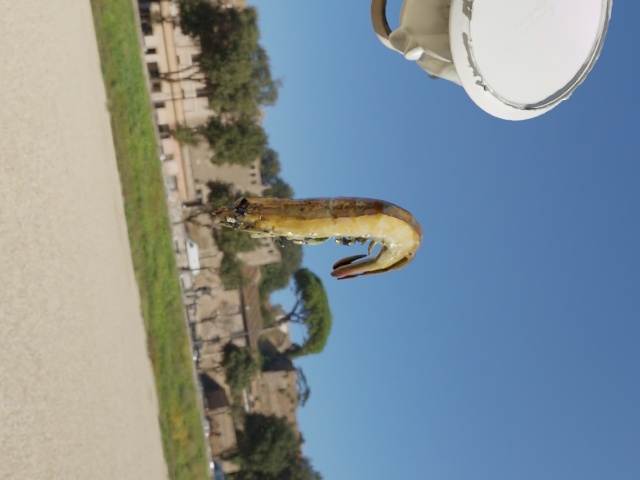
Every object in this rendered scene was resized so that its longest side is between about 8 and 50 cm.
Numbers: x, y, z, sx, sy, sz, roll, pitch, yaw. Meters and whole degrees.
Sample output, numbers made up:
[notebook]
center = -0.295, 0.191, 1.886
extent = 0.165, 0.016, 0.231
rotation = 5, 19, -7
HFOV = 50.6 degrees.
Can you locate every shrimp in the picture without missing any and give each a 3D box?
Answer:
[shrimp]
center = 0.000, -0.001, 0.600
extent = 0.124, 0.178, 0.034
rotation = 83, 8, -59

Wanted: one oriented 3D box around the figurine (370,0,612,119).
[figurine]
center = 0.100, -0.160, 0.472
extent = 0.154, 0.132, 0.132
rotation = 34, -48, 56
